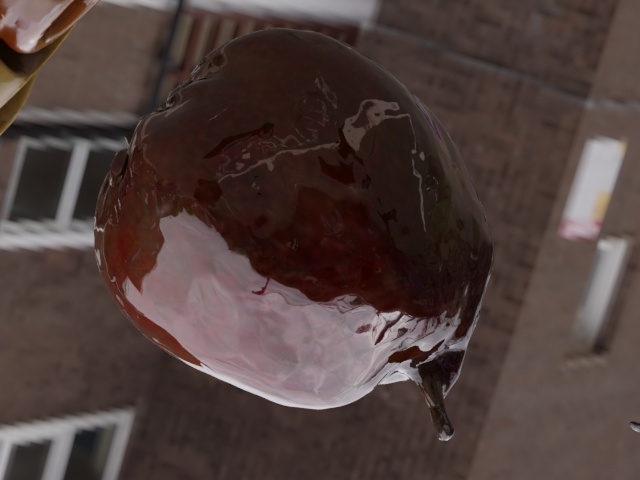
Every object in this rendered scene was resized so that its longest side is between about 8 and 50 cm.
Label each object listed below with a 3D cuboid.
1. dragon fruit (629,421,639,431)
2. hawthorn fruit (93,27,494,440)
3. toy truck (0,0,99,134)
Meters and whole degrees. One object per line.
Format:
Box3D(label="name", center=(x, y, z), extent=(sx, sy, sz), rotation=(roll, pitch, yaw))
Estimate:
Box3D(label="dragon fruit", center=(0.162, 0.086, 0.679), extent=(0.125, 0.125, 0.246), rotation=(44, 178, -7))
Box3D(label="hawthorn fruit", center=(-0.013, -0.019, 1.598), extent=(0.324, 0.308, 0.308), rotation=(17, -168, -3))
Box3D(label="toy truck", center=(-0.238, -0.125, 0.981), extent=(0.204, 0.288, 0.211), rotation=(45, 172, -1))
